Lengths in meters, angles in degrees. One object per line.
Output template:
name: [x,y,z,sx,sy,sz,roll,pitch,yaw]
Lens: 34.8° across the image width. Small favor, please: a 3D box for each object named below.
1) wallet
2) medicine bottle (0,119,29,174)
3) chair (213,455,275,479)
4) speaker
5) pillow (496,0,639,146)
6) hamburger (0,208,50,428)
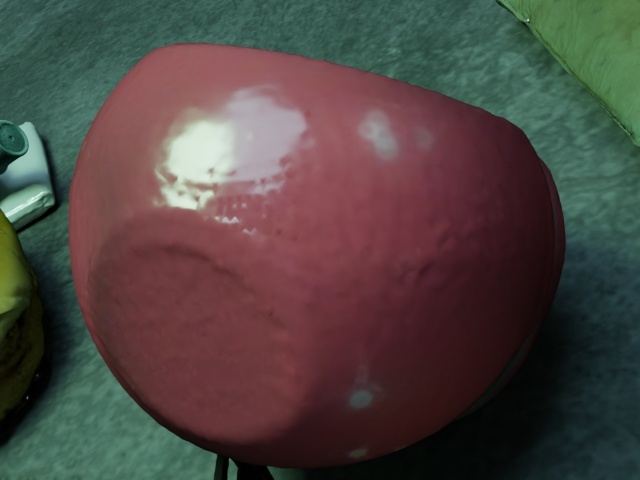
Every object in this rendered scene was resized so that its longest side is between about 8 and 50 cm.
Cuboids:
wallet: [-0.343,-0.067,1.124,0.095,0.033,0.190,-30,38,-3]
medicine bottle: [-0.382,-0.056,1.065,0.208,0.053,0.090,-32,43,32]
chair: [-0.005,0.192,0.557,0.101,0.084,0.212,-23,37,21]
speaker: [0.000,0.000,0.621,0.294,0.294,0.294,-18,38,15]
pillow: [0.271,-0.185,0.818,0.185,0.075,0.302,-26,38,2]
hamburger: [-0.384,0.077,0.880,0.284,0.174,0.304,-23,43,-11]
